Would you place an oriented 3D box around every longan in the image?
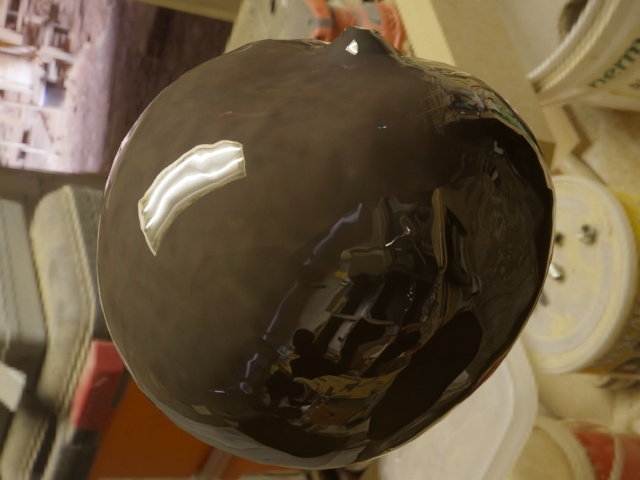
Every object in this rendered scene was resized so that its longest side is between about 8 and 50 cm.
[{"bbox_3d":[0.002,0.004,0.605,0.297,0.297,0.297,-22,65,59],"label":"longan"}]
